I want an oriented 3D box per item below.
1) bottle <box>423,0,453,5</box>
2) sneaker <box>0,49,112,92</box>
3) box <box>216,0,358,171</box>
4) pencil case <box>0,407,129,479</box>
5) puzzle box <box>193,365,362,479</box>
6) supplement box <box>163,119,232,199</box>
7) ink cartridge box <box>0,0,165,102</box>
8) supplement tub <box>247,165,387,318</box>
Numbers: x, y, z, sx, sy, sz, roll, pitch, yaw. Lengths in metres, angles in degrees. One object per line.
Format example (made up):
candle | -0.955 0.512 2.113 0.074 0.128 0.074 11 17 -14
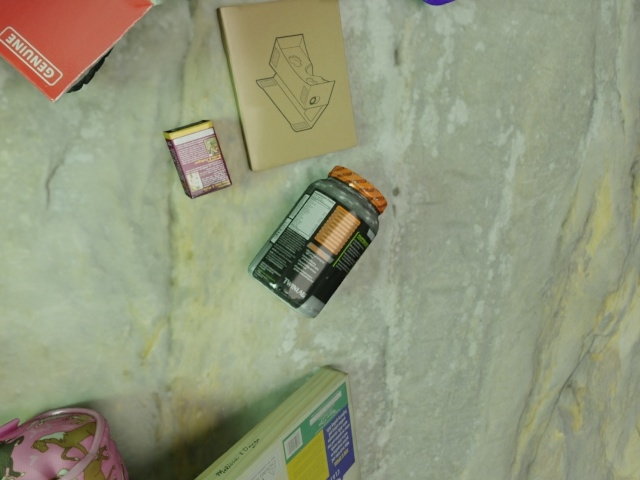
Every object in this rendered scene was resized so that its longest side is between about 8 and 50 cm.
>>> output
bottle | 0.095 -0.430 0.615 0.283 0.092 0.118 33 83 -31
sneaker | -0.225 -0.283 0.488 0.110 0.107 0.275 34 86 -19
box | -0.035 -0.207 0.652 0.164 0.021 0.201 -18 111 -23
pencil case | -0.290 0.392 0.604 0.167 0.160 0.386 -10 110 -8
puzzle box | -0.078 0.396 0.686 0.409 0.052 0.272 -28 118 -47
supplement box | -0.150 -0.100 0.608 0.055 0.043 0.083 -22 113 -21
ink cartridge box | -0.245 -0.311 0.411 0.296 0.066 0.261 42 81 -1
supplement tub | 0.000 0.000 0.673 0.117 0.117 0.190 40 84 -30
